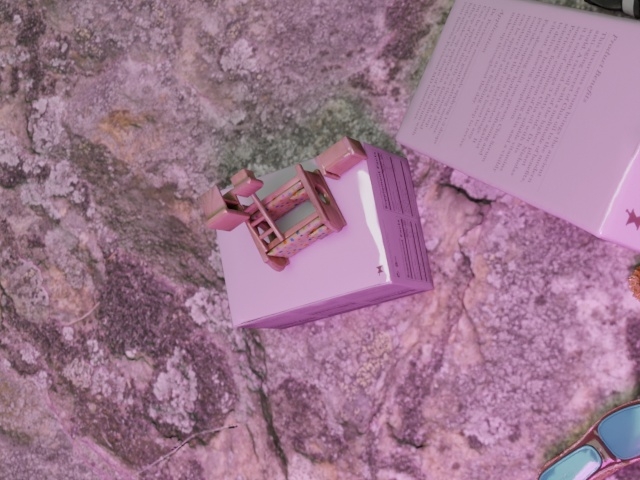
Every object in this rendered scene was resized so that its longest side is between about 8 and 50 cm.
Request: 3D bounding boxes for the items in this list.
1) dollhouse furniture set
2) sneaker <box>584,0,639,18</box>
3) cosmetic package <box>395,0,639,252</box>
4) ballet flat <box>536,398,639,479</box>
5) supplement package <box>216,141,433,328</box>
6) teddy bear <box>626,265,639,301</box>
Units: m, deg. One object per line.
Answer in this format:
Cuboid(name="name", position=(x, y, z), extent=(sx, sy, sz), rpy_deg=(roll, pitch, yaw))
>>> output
Cuboid(name="dollhouse furniture set", position=(-0.035, -0.052, 1.490), extent=(0.182, 0.161, 0.101), rpy_deg=(-34, 69, 23))
Cuboid(name="sneaker", position=(0.395, -0.412, 1.504), extent=(0.106, 0.078, 0.234), rpy_deg=(11, 92, 27))
Cuboid(name="cosmetic package", position=(0.296, -0.149, 1.367), extent=(0.453, 0.161, 0.230), rpy_deg=(37, 105, 60))
Cuboid(name="ballet flat", position=(0.365, 0.262, 1.452), extent=(0.206, 0.067, 0.073), rpy_deg=(-35, 73, 19))
Cuboid(name="supplement package", position=(0.000, 0.000, 1.643), extent=(0.262, 0.145, 0.204), rpy_deg=(-17, 77, 26))
Cuboid(name="teddy bear", position=(0.435, -0.002, 1.358), extent=(0.245, 0.113, 0.338), rpy_deg=(174, 102, -73))
